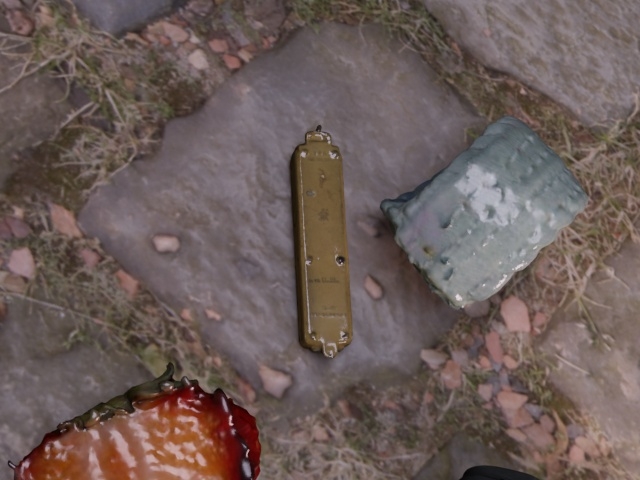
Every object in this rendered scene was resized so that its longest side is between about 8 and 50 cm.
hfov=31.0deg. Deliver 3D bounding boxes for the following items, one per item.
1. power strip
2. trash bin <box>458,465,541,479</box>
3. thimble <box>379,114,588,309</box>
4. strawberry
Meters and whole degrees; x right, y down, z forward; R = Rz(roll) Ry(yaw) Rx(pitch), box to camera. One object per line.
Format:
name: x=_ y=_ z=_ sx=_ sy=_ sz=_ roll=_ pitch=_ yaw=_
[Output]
power strip: x=0.000 y=0.000 z=1.448 sx=0.064 sy=0.044 sz=0.305 roll=1 pitch=74 yaw=-15
trash bin: x=0.256 y=0.352 z=1.338 sx=0.236 sy=0.177 sz=0.101 roll=29 pitch=67 yaw=-9
thimble: x=0.199 y=-0.038 z=1.426 sx=0.250 sy=0.205 sz=0.172 roll=-38 pitch=86 yaw=-29
strawberry: x=-0.164 y=0.279 z=1.261 sx=0.253 sy=0.150 sz=0.280 roll=-39 pitch=89 yaw=-2
